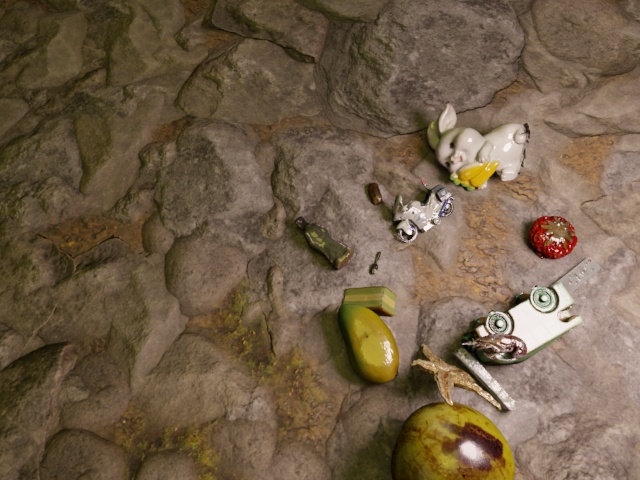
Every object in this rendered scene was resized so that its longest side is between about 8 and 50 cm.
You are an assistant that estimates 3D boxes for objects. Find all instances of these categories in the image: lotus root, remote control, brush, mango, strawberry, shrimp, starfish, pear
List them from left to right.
[{"bbox_3d":[0.136,0.279,1.321,0.137,0.091,0.238,-16,72,-4],"label":"mango"},{"bbox_3d":[0.179,-0.158,1.572,0.037,0.030,0.083,-13,63,-2],"label":"lotus root"},{"bbox_3d":[0.173,0.069,1.473,0.024,0.008,0.083,18,66,15],"label":"brush"},{"bbox_3d":[0.305,0.517,1.101,0.283,0.284,0.284,-1,64,2],"label":"pear"},{"bbox_3d":[0.344,0.355,1.214,0.231,0.295,0.048,25,98,-1],"label":"starfish"},{"bbox_3d":[0.440,0.269,1.204,0.165,0.056,0.065,-3,81,4],"label":"shrimp"},{"bbox_3d":[0.709,-0.015,1.445,0.145,0.086,0.145,-2,65,4],"label":"strawberry"},{"bbox_3d":[0.754,0.115,1.413,0.184,0.027,0.050,-32,68,-17],"label":"remote control"}]

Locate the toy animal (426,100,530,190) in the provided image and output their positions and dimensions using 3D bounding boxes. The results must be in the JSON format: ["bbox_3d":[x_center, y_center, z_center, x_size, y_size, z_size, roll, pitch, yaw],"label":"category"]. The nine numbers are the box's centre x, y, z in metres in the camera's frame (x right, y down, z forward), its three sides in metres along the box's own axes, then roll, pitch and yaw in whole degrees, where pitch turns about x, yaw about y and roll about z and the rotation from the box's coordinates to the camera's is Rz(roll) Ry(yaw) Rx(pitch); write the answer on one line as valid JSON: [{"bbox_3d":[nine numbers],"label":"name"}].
[{"bbox_3d":[0.505,-0.307,1.553,0.309,0.183,0.247,4,59,11],"label":"toy animal"}]

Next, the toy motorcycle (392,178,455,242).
[{"bbox_3d":[0.317,-0.104,1.507,0.221,0.102,0.150,-34,88,-10],"label":"toy motorcycle"}]

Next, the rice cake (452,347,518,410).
[{"bbox_3d":[0.442,0.375,1.278,0.034,0.043,0.211,-40,75,-10],"label":"rice cake"}]

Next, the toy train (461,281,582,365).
[{"bbox_3d":[0.547,0.239,1.308,0.326,0.129,0.159,-26,71,-10],"label":"toy train"}]

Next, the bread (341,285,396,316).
[{"bbox_3d":[0.144,0.184,1.417,0.139,0.084,0.074,-9,59,34],"label":"bread"}]

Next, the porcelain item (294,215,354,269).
[{"bbox_3d":[0.000,0.000,1.482,0.215,0.069,0.081,38,76,18],"label":"porcelain item"}]
